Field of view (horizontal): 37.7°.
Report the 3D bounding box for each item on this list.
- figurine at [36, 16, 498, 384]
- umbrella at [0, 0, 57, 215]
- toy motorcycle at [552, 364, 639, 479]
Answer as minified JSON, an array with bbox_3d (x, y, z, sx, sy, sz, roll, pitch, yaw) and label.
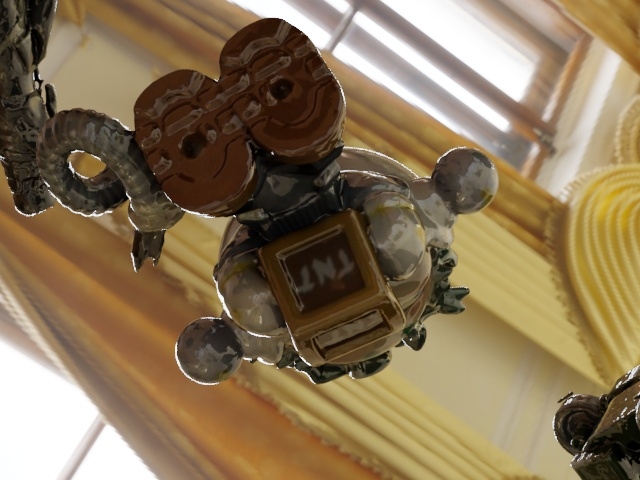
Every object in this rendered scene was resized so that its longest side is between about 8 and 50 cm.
[{"bbox_3d":[0.004,0.000,0.655,0.261,0.186,0.382,-19,161,5],"label":"figurine"},{"bbox_3d":[-0.354,-0.201,1.083,0.106,0.357,0.113,-24,-149,-33],"label":"umbrella"},{"bbox_3d":[0.320,0.176,0.878,0.205,0.127,0.275,-38,170,-50],"label":"toy motorcycle"}]
